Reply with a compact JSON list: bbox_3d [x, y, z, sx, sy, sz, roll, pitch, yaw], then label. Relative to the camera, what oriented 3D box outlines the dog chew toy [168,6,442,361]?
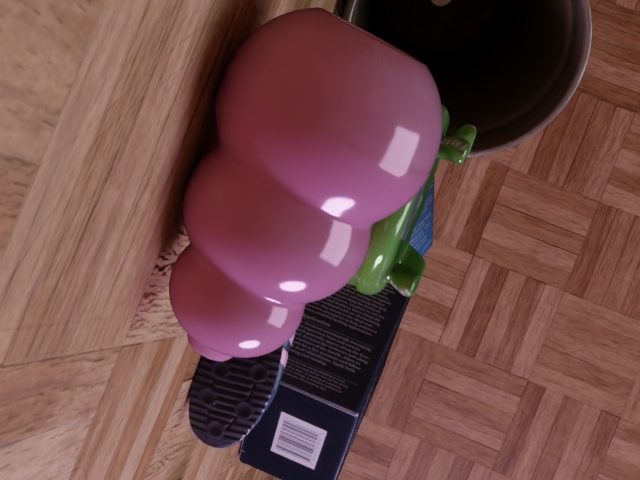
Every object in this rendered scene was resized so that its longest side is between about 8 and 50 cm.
[{"bbox_3d":[-0.031,-0.038,0.924,0.332,0.206,0.206,-61,175,13],"label":"dog chew toy"}]

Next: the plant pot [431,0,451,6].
[{"bbox_3d":[0.195,-0.405,1.891,0.096,0.109,0.109,-52,167,-22],"label":"plant pot"}]

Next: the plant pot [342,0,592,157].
[{"bbox_3d":[0.182,-0.314,1.410,0.280,0.323,0.323,-94,-159,-63],"label":"plant pot"}]

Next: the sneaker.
[{"bbox_3d":[-0.078,0.122,1.350,0.131,0.112,0.319,-11,124,-78],"label":"sneaker"}]

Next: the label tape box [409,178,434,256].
[{"bbox_3d":[0.120,-0.134,1.700,0.249,0.115,0.348,-37,126,-70],"label":"label tape box"}]

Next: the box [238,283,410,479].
[{"bbox_3d":[0.015,0.272,2.113,0.395,0.212,0.293,-60,169,-47],"label":"box"}]

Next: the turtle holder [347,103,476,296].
[{"bbox_3d":[0.046,-0.082,1.197,0.320,0.227,0.243,-58,167,-59],"label":"turtle holder"}]
